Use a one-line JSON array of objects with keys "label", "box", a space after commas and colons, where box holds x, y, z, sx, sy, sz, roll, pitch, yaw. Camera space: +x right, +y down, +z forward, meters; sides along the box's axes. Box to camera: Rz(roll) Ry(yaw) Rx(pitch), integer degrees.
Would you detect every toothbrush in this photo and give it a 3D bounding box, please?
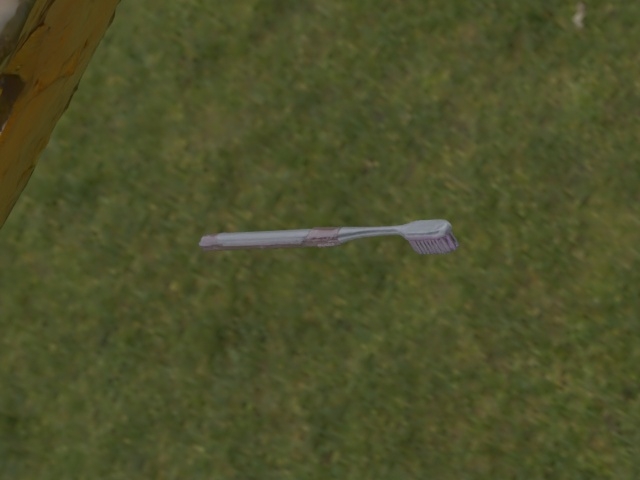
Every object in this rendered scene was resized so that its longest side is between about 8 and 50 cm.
[{"label": "toothbrush", "box": [0.000, 0.000, 0.482, 0.097, 0.008, 0.006, -1, 37, 46]}]

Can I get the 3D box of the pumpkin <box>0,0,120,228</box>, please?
[{"label": "pumpkin", "box": [-0.158, 0.028, 0.376, 0.222, 0.139, 0.317, -50, 17, 56]}]
